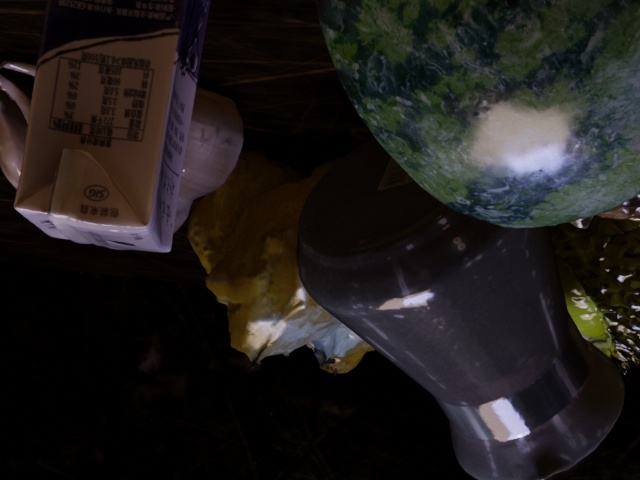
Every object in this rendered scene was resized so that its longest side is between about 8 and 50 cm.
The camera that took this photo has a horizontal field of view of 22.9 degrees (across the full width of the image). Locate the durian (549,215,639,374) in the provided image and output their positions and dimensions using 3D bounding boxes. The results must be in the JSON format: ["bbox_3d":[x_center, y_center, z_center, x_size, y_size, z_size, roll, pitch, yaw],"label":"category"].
[{"bbox_3d":[0.310,0.031,1.802,0.169,0.158,0.352,8,148,40],"label":"durian"}]

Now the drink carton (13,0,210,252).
[{"bbox_3d":[-0.143,-0.108,1.130,0.102,0.222,0.134,7,172,0],"label":"drink carton"}]

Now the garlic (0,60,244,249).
[{"bbox_3d":[-0.212,-0.109,1.640,0.237,0.210,0.292,41,-168,23],"label":"garlic"}]

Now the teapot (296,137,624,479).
[{"bbox_3d":[0.146,0.052,1.610,0.253,0.300,0.344,-25,121,13],"label":"teapot"}]

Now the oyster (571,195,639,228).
[{"bbox_3d":[0.293,-0.085,1.184,0.337,0.133,0.197,-6,147,-5],"label":"oyster"}]

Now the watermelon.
[{"bbox_3d":[0.151,-0.130,1.038,0.260,0.176,0.256,3,133,36],"label":"watermelon"}]

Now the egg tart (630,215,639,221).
[{"bbox_3d":[0.297,-0.084,1.391,0.252,0.098,0.232,-3,161,38],"label":"egg tart"}]

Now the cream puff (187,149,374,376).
[{"bbox_3d":[0.001,-0.004,1.872,0.274,0.269,0.323,-32,159,17],"label":"cream puff"}]
